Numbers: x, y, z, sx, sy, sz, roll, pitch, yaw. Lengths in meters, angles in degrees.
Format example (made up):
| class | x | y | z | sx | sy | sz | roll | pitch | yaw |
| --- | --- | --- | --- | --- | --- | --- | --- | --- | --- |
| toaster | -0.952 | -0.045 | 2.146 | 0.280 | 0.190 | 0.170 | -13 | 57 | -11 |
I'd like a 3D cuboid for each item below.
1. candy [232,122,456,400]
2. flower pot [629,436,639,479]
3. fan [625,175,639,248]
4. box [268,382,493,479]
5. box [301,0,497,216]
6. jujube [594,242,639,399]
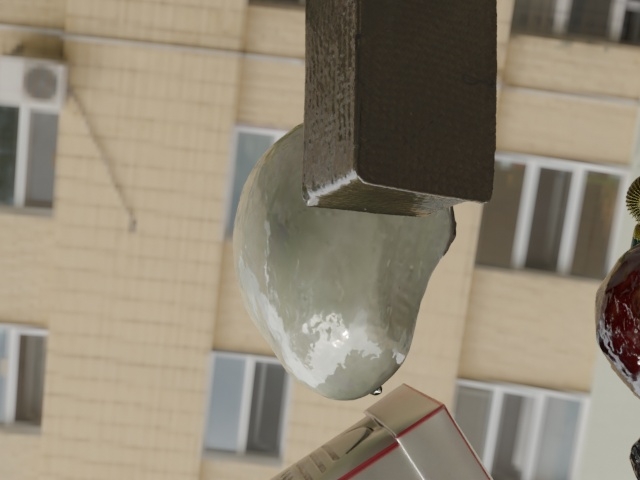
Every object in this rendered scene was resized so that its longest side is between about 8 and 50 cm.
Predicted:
| class | x | y | z | sx | sy | sz | roll | pitch | yaw |
| --- | --- | --- | --- | --- | --- | --- | --- | --- | --- |
| candy | 0.000 | 0.000 | 1.941 | 0.186 | 0.386 | 0.427 | 14 | -168 | -32 |
| flower pot | 0.509 | 0.281 | 1.485 | 0.267 | 0.266 | 0.267 | -6 | -126 | -39 |
| fan | 0.486 | -0.024 | 2.052 | 0.082 | 0.155 | 0.039 | 14 | -159 | 21 |
| box | 0.102 | 0.412 | 1.903 | 0.300 | 0.312 | 0.314 | -32 | -177 | -6 |
| box | 0.090 | -0.170 | 1.590 | 0.184 | 0.273 | 0.143 | 6 | 168 | -25 |
| jujube | 0.538 | 0.102 | 1.816 | 0.258 | 0.258 | 0.377 | -8 | -179 | -44 |
